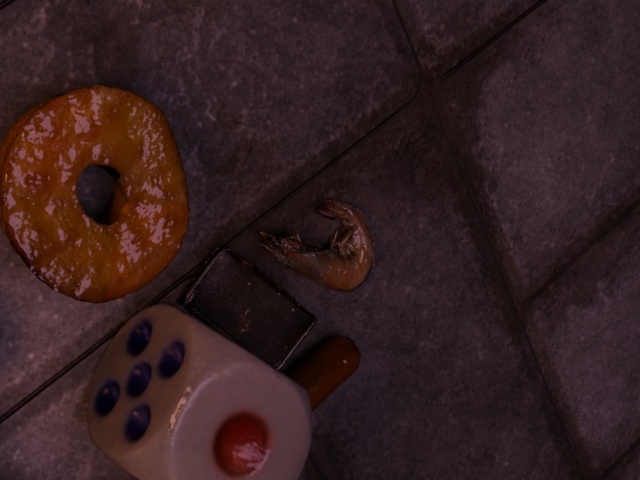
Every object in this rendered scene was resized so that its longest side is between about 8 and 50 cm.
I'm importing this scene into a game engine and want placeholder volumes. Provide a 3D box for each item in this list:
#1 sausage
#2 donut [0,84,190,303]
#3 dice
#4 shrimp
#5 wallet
[{"bbox_3d":[-0.011,0.231,2.070,0.197,0.076,0.076,-39,122,-23],"label":"sausage"},{"bbox_3d":[-0.323,-0.068,1.738,0.303,0.110,0.303,-9,106,-35],"label":"donut"},{"bbox_3d":[-0.179,0.257,1.844,0.259,0.251,0.243,34,84,-37],"label":"dice"},{"bbox_3d":[-0.001,0.000,2.033,0.251,0.052,0.143,20,80,-46],"label":"shrimp"},{"bbox_3d":[-0.114,0.110,1.989,0.232,0.031,0.122,42,82,-34],"label":"wallet"}]
